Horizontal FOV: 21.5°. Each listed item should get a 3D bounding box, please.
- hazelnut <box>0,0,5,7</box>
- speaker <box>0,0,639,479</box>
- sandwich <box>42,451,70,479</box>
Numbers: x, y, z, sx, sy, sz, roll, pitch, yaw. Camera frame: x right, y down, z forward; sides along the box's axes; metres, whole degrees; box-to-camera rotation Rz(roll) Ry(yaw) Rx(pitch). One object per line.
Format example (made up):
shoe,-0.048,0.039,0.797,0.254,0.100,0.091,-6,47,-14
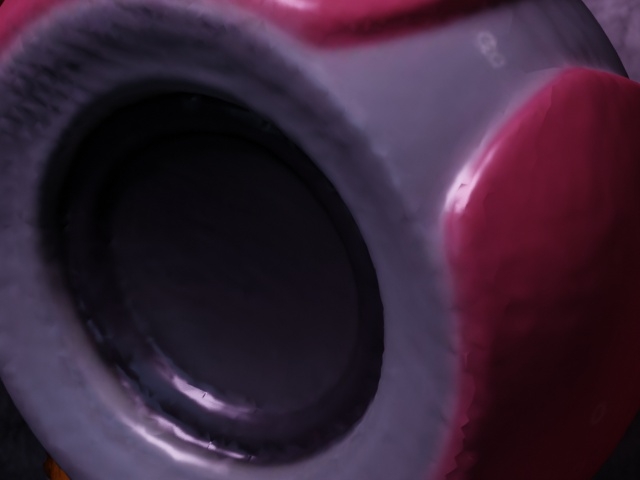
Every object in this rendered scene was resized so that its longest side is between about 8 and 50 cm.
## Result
hazelnut,-0.258,-0.077,0.830,0.315,0.372,0.372,1,91,7
speaker,0.000,0.000,0.662,0.294,0.294,0.294,0,91,39
sandwich,-0.086,0.130,0.842,0.160,0.109,0.185,-13,84,58
